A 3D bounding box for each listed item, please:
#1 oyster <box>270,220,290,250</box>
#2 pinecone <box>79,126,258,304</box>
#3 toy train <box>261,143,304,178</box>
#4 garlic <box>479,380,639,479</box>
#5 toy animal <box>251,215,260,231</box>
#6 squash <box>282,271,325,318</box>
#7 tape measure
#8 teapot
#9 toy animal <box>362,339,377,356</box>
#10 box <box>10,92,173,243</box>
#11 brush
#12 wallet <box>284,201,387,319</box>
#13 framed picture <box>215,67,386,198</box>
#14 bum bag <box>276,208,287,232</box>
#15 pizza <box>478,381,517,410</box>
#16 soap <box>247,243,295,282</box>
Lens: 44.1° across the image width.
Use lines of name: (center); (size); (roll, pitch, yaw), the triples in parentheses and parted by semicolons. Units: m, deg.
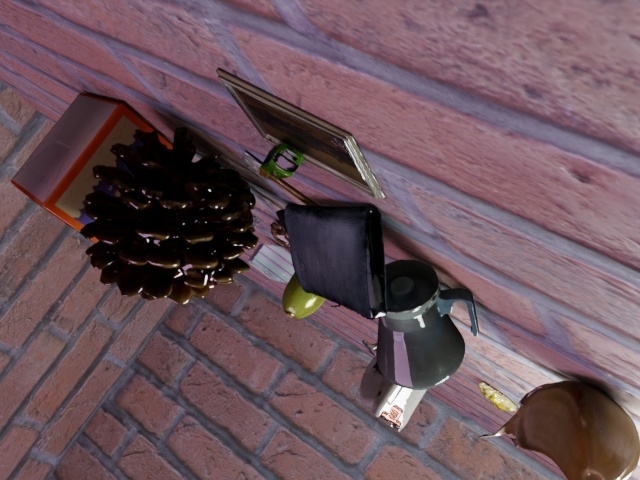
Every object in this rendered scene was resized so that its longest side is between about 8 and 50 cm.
oyster: (-0.025, 0.032, 1.957); (0.345, 0.078, 0.128); (29, 161, 49)
pinecone: (-0.335, -0.066, 1.736); (0.398, 0.397, 0.398); (34, 171, 6)
toy train: (-0.064, -0.123, 1.274); (0.044, 0.042, 0.209); (31, 179, -9)
garlic: (0.445, 0.345, 1.474); (0.151, 0.196, 0.338); (55, 167, -17)
toy animal: (-0.189, -0.055, 2.206); (0.028, 0.050, 0.084); (110, 148, -50)
squash: (-0.032, 0.132, 2.133); (0.123, 0.186, 0.123); (30, 164, 10)
tape measure: (0.229, 0.418, 2.393); (0.130, 0.258, 0.265); (36, 171, -19)
teapot: (0.187, 0.154, 1.460); (0.203, 0.171, 0.225); (-6, 133, 15)
toy animal: (0.172, 0.214, 1.981); (0.197, 0.160, 0.272); (32, 164, 31)
box: (-0.570, -0.175, 2.054); (0.257, 0.318, 0.349); (39, 169, -35)
brush: (-0.065, -0.105, 1.564); (0.218, 0.010, 0.082); (35, 170, -3)
wallet: (0.020, 0.026, 1.456); (0.379, 0.046, 0.190); (-171, 73, -67)
framed picture: (-0.028, -0.152, 1.170); (0.252, 0.014, 0.197); (30, 170, 27)
bum bag: (0.000, 0.000, 1.709); (0.232, 0.060, 0.106); (32, 162, 5)
pizza: (0.513, 0.463, 2.300); (0.099, 0.036, 0.160); (26, 167, 46)
soap: (-0.134, 0.069, 2.419); (0.149, 0.100, 0.056); (36, 173, -13)
